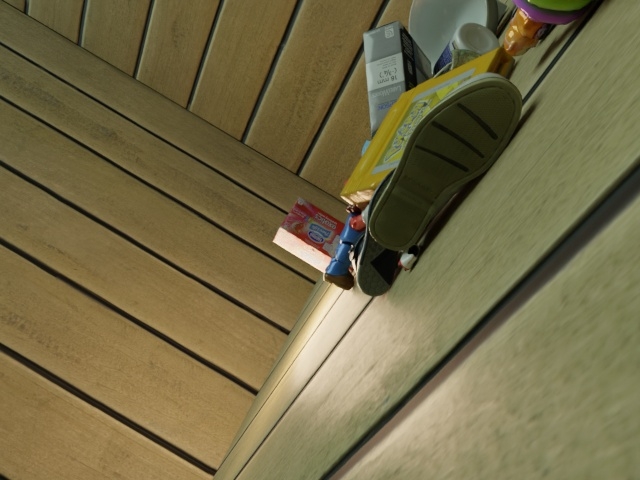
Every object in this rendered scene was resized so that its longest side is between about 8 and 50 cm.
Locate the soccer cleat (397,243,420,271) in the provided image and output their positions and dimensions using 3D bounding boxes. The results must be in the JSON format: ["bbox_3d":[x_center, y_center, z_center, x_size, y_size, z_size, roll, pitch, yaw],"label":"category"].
[{"bbox_3d":[0.140,0.014,0.915,0.035,0.029,0.083,-48,10,34],"label":"soccer cleat"}]

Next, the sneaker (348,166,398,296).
[{"bbox_3d":[0.113,-0.026,1.046,0.163,0.086,0.226,-69,-1,-83],"label":"sneaker"}]

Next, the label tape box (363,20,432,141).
[{"bbox_3d":[0.207,-0.327,1.467,0.240,0.105,0.334,18,-115,-60],"label":"label tape box"}]

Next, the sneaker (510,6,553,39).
[{"bbox_3d":[0.353,-0.396,0.856,0.098,0.083,0.224,-54,-2,-22],"label":"sneaker"}]

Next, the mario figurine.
[{"bbox_3d":[0.124,-0.026,1.521,0.198,0.170,0.321,35,107,54],"label":"mario figurine"}]

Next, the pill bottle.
[{"bbox_3d":[0.335,-0.415,1.419,0.112,0.112,0.187,-60,1,-31],"label":"pill bottle"}]

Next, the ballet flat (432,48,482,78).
[{"bbox_3d":[0.249,-0.267,1.327,0.349,0.123,0.123,-60,1,10],"label":"ballet flat"}]

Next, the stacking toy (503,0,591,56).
[{"bbox_3d":[0.290,-0.333,0.726,0.175,0.165,0.302,-44,-16,-20],"label":"stacking toy"}]

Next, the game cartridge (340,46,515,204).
[{"bbox_3d":[0.190,-0.208,1.137,0.323,0.052,0.285,-5,51,61],"label":"game cartridge"}]

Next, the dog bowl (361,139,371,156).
[{"bbox_3d":[0.234,-0.289,1.737,0.297,0.165,0.074,-59,12,32],"label":"dog bowl"}]

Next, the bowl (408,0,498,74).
[{"bbox_3d":[0.396,-0.615,1.672,0.134,0.298,0.298,-10,-32,-33],"label":"bowl"}]

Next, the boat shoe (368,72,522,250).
[{"bbox_3d":[0.168,-0.118,0.837,0.302,0.113,0.103,-52,3,41],"label":"boat shoe"}]

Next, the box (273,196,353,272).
[{"bbox_3d":[0.000,0.000,1.820,0.128,0.256,0.123,-60,2,-27],"label":"box"}]

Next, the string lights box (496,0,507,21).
[{"bbox_3d":[0.494,-0.662,1.874,0.133,0.076,0.260,-61,1,6],"label":"string lights box"}]
